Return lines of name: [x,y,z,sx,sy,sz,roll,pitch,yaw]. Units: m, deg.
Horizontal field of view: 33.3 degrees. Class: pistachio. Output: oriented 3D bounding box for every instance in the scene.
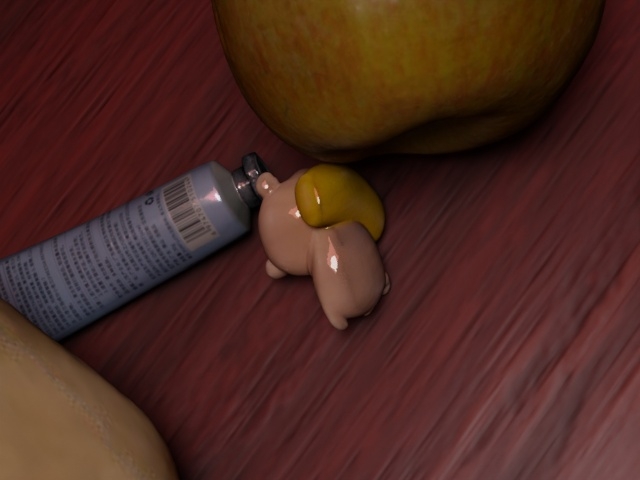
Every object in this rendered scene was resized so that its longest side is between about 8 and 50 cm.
pistachio: [-0.219,0.154,0.659,0.229,0.238,0.321,-36,98,-4]

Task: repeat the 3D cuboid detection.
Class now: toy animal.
toy animal: [0.000,0.000,0.741,0.082,0.091,0.114,-13,100,28]

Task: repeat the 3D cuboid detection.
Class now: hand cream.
hand cream: [-0.158,0.013,0.785,0.271,0.058,0.091,-27,80,9]

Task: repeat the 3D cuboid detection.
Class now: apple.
apple: [0.051,-0.163,0.677,0.264,0.264,0.264,-4,72,13]
